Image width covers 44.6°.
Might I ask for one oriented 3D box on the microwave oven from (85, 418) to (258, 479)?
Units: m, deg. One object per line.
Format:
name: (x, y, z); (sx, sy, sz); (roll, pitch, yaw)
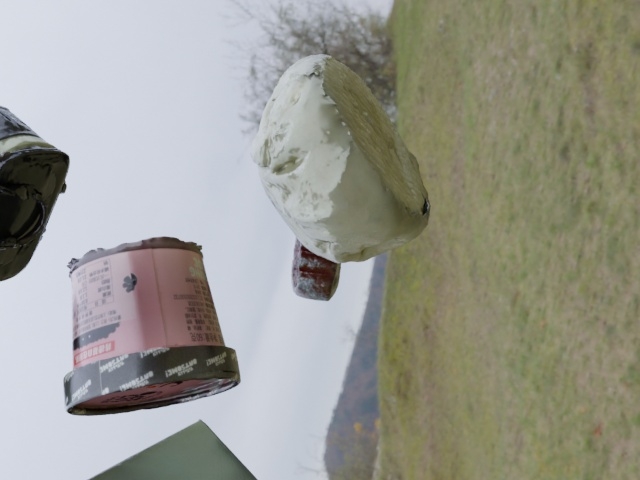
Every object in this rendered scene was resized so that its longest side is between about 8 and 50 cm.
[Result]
microwave oven: (-0.277, 0.531, 1.179); (0.333, 0.247, 0.394); (-17, -37, -52)

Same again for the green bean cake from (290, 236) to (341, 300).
green bean cake: (0.000, 0.000, 1.558); (0.198, 0.097, 0.233); (-58, -24, -80)

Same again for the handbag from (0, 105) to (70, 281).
handbag: (-0.500, -0.067, 1.194); (0.254, 0.181, 0.181); (-60, -19, 19)

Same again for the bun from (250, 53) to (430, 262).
bun: (0.020, -0.119, 1.278); (0.360, 0.211, 0.360); (47, -155, -30)

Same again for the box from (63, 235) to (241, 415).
box: (-0.156, 0.075, 0.694); (0.151, 0.151, 0.135); (78, 179, -75)
